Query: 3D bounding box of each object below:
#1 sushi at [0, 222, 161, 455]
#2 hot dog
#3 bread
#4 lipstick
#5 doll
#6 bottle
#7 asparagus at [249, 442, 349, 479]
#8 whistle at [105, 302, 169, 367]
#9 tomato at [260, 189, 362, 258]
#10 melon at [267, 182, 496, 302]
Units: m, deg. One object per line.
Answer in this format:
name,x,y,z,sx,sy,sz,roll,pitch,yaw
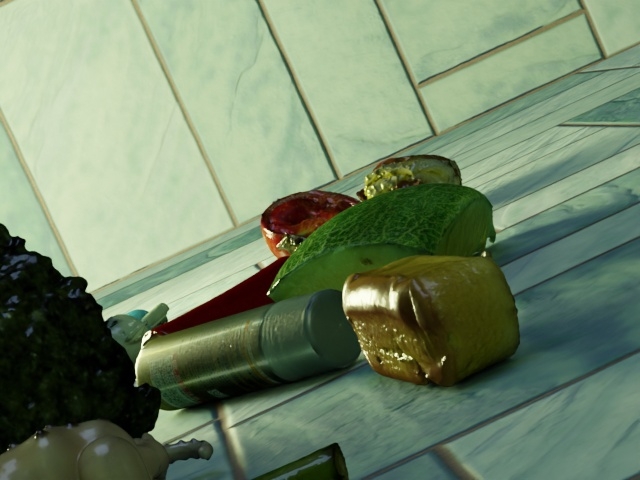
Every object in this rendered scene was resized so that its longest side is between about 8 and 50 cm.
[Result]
sushi,-0.352,0.127,1.830,0.178,0.294,0.352,-34,12,-38
hot dog,0.129,-0.066,2.519,0.146,0.103,0.213,-5,2,12
bread,0.086,0.067,1.550,0.094,0.102,0.245,-19,6,-16
lipstick,-0.103,0.095,2.143,0.241,0.080,0.080,-29,7,-42
doll,-0.181,0.197,1.454,0.154,0.119,0.278,-22,-4,11
bottle,-0.075,0.113,1.845,0.286,0.082,0.082,-18,9,47
asparagus,-0.062,0.194,1.280,0.178,0.041,0.045,-24,50,7
whistle,-0.253,0.128,2.472,0.114,0.077,0.236,-48,-2,12
tomato,0.000,0.000,2.541,0.159,0.091,0.139,9,35,26
melon,0.094,0.000,1.988,0.196,0.124,0.323,-13,12,29
